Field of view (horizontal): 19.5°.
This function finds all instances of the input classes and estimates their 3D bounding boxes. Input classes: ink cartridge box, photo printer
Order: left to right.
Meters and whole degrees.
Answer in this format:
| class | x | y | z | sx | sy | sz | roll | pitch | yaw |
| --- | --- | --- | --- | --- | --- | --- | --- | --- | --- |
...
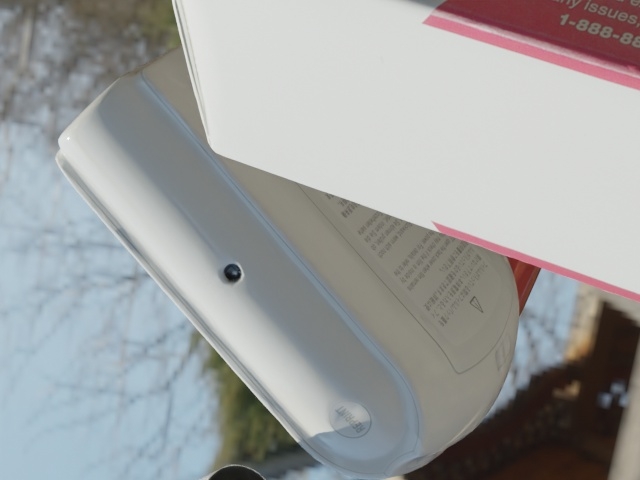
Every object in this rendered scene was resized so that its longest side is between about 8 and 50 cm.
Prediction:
| class | x | y | z | sx | sy | sz | roll | pitch | yaw |
| --- | --- | --- | --- | --- | --- | --- | --- | --- | --- |
| photo printer | 0.000 | 0.000 | 1.204 | 0.307 | 0.107 | 0.256 | 48 | -153 | -2 |
| ink cartridge box | 0.106 | -0.136 | 0.656 | 0.207 | 0.117 | 0.283 | 20 | -122 | 20 |

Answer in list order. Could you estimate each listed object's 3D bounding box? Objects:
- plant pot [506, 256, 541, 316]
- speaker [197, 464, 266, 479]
| class | x | y | z | sx | sy | sz | roll | pitch | yaw |
| --- | --- | --- | --- | --- | --- | --- | --- | --- | --- |
| plant pot | 0.098 | -0.047 | 1.635 | 0.275 | 0.243 | 0.275 | 31 | 158 | 14 |
| speaker | -0.083 | 0.184 | 1.177 | 0.055 | 0.055 | 0.136 | 1 | 159 | -34 |
